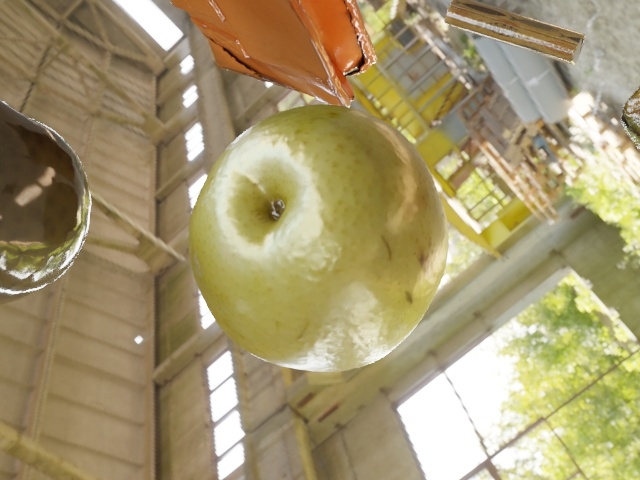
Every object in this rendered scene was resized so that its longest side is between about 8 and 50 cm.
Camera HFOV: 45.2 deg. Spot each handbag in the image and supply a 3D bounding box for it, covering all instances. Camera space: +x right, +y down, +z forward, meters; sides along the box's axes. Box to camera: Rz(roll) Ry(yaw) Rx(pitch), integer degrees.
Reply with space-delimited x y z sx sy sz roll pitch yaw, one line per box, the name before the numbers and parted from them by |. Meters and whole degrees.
handbag | -0.095 -0.353 1.102 0.303 0.116 0.410 26 171 22

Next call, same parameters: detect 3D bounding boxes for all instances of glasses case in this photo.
glasses case | 0.248 -0.269 0.981 0.169 0.041 0.064 24 -163 18

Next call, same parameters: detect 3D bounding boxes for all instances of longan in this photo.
longan | -0.406 -0.048 0.923 0.258 0.258 0.258 46 -168 -13

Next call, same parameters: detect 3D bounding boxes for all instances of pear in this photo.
pear | 0.000 0.000 0.999 0.348 0.348 0.348 46 -168 -13

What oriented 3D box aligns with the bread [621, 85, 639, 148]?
bread | 0.489 -0.177 1.038 0.069 0.140 0.128 29 -169 -38
